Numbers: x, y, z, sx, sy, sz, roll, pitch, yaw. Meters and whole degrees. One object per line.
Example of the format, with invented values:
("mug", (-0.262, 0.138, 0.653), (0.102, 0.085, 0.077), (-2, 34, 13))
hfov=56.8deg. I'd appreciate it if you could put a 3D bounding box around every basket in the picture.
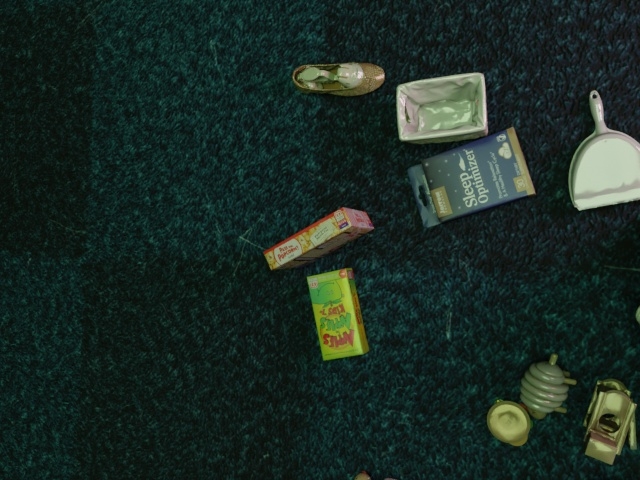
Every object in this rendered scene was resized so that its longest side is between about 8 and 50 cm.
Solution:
("basket", (0.242, -0.249, 1.154), (0.167, 0.103, 0.113), (-3, 88, 23))

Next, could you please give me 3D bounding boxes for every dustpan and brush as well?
("dustpan and brush", (0.516, -0.171, 1.072), (0.147, 0.060, 0.211), (-11, 91, 20))

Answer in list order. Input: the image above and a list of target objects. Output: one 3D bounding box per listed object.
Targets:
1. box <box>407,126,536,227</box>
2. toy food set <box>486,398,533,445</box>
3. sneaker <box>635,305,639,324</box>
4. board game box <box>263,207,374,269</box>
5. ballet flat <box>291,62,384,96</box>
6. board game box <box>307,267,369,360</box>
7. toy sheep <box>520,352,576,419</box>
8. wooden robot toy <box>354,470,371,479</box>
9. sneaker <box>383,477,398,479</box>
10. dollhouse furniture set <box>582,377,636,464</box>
("box", (0.290, -0.119, 1.168), (0.225, 0.036, 0.136), (-19, 82, 22))
("toy food set", (0.362, 0.347, 1.135), (0.083, 0.020, 0.082), (20, 96, 22))
("sneaker", (0.601, 0.222, 0.979), (0.110, 0.118, 0.292), (-30, 76, 39))
("board game box", (0.000, 0.000, 1.224), (0.194, 0.147, 0.045), (-29, 79, 18))
("ballet flat", (0.031, -0.345, 1.261), (0.206, 0.067, 0.073), (0, 88, 22))
("board game box", (0.037, 0.156, 1.260), (0.092, 0.043, 0.181), (-14, 84, 21))
("toy sheep", (0.412, 0.267, 1.084), (0.091, 0.091, 0.132), (16, 100, 22))
("wooden robot toy", (0.089, 0.523, 1.228), (0.076, 0.079, 0.173), (32, 126, -18))
("sneaker", (0.179, 0.537, 1.189), (0.134, 0.051, 0.070), (22, 92, 17))
("dollhouse furniture set", (0.534, 0.312, 0.979), (0.161, 0.182, 0.101), (18, 95, 22))
